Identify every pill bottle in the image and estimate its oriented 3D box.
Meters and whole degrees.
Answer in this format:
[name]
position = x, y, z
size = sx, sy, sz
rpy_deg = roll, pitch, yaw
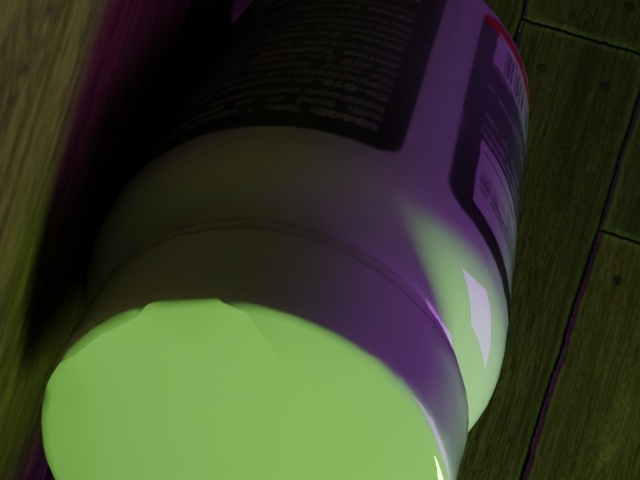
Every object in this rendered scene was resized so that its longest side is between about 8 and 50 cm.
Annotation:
[pill bottle]
position = 0.000, 0.000, 0.484
size = 0.283, 0.161, 0.161
rpy_deg = -69, 175, -56
